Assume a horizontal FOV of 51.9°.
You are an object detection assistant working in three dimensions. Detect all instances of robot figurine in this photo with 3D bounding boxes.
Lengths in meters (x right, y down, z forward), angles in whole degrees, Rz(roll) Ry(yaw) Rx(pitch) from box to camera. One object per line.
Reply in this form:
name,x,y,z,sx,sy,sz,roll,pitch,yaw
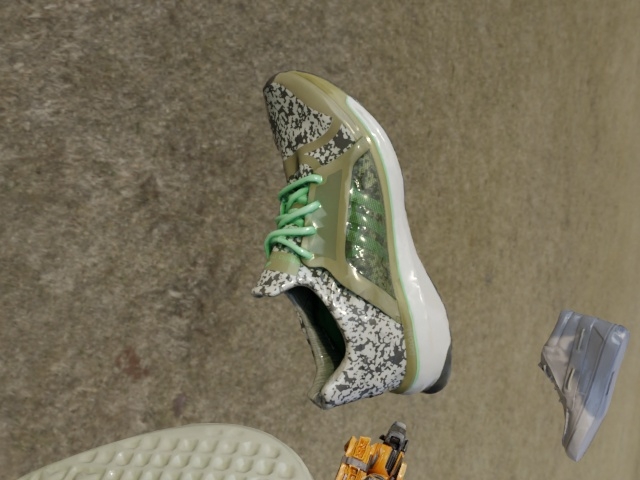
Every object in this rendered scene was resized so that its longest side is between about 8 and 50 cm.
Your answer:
robot figurine,0.050,0.354,0.864,0.291,0.085,0.211,91,22,-54

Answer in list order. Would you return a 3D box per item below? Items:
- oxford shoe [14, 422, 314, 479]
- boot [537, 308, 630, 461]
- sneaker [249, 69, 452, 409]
oxford shoe,-0.187,0.250,0.307,0.449,0.169,0.130,-35,122,-15
boot,0.446,0.251,1.167,0.095,0.123,0.258,-1,108,-51
sneaker,0.000,0.000,0.729,0.182,0.158,0.410,-17,81,-34
